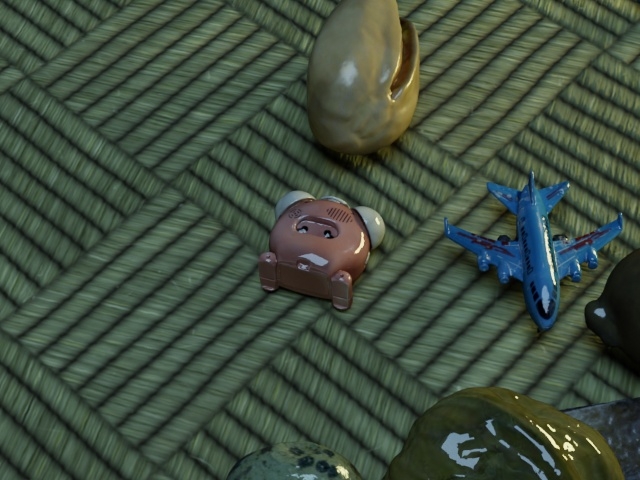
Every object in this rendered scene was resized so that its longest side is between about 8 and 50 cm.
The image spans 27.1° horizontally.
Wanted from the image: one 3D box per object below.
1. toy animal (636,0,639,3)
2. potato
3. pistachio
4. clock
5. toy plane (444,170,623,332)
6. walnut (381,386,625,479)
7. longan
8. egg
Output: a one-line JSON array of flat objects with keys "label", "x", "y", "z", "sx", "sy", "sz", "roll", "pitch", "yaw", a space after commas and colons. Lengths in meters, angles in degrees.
[{"label": "toy animal", "x": 0.612, "y": -0.367, "z": 2.155, "sx": 0.208, "sy": 0.100, "sz": 0.103, "roll": 35, "pitch": 85, "yaw": 14}, {"label": "potato", "x": 0.403, "y": 0.259, "z": 1.707, "sx": 0.261, "sy": 0.100, "sz": 0.120, "roll": -13, "pitch": 70, "yaw": 22}, {"label": "pistachio", "x": 0.062, "y": -0.260, "z": 2.046, "sx": 0.188, "sy": 0.187, "sz": 0.299, "roll": 6, "pitch": 49, "yaw": 6}, {"label": "clock", "x": 0.000, "y": 0.000, "z": 1.911, "sx": 0.166, "sy": 0.092, "sz": 0.162, "roll": 14, "pitch": 54, "yaw": 12}, {"label": "toy plane", "x": 0.304, "y": 0.019, "z": 1.879, "sx": 0.254, "sy": 0.105, "sz": 0.271, "roll": -1, "pitch": 56, "yaw": 2}, {"label": "walnut", "x": 0.210, "y": 0.314, "z": 1.579, "sx": 0.277, "sy": 0.282, "sz": 0.253, "roll": 29, "pitch": 104, "yaw": 32}, {"label": "longan", "x": 0.460, "y": 0.092, "z": 1.792, "sx": 0.204, "sy": 0.159, "sz": 0.184, "roll": -8, "pitch": 61, "yaw": 12}, {"label": "egg", "x": -0.030, "y": 0.320, "z": 1.656, "sx": 0.182, "sy": 0.141, "sz": 0.141, "roll": 12, "pitch": 56, "yaw": 8}]
